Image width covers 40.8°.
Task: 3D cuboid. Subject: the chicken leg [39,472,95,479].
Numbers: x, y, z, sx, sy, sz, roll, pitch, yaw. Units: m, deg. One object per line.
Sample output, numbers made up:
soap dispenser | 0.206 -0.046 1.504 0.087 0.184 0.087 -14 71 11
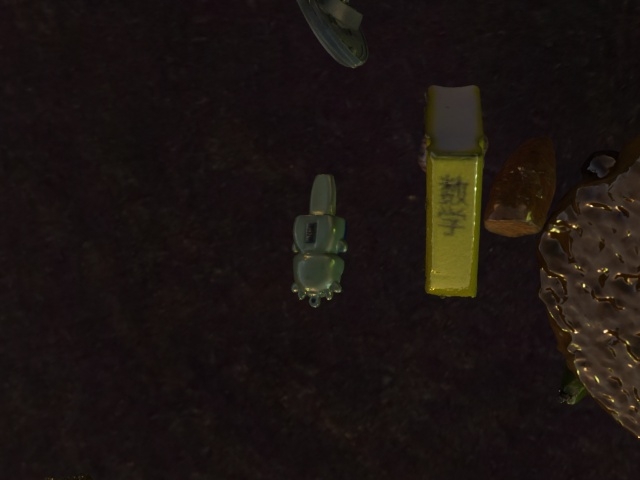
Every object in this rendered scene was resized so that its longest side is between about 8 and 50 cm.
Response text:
chicken leg | -0.121 0.233 0.589 0.198 0.085 0.069 47 125 1

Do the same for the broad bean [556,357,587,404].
broad bean | 0.440 0.222 1.460 0.070 0.213 0.048 -11 108 35

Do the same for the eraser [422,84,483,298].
eraser | 0.158 -0.058 1.035 0.069 0.158 0.226 1 129 9

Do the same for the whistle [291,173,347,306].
whistle | 0.000 0.000 1.554 0.110 0.092 0.244 -3 75 27

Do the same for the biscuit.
biscuit | 0.270 0.052 0.516 0.296 0.075 0.296 27 137 27

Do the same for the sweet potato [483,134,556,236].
sweet potato | 0.314 -0.086 1.326 0.097 0.251 0.097 15 132 17

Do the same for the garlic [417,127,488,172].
garlic | 0.243 -0.168 1.612 0.102 0.159 0.147 3 104 44

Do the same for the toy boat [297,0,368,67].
toy boat | 0.024 -0.441 1.659 0.092 0.141 0.319 -40 50 27
